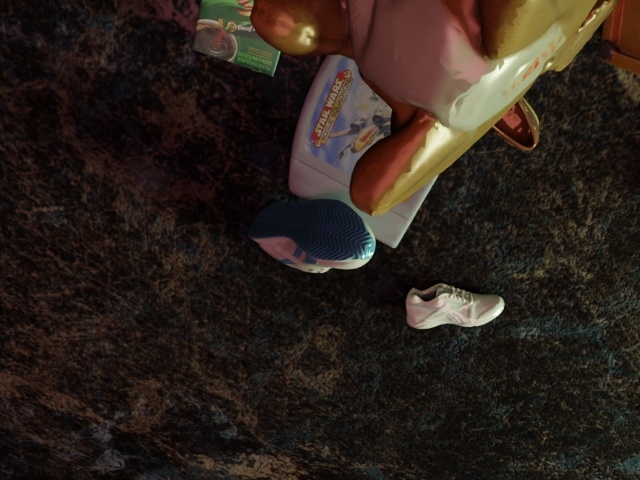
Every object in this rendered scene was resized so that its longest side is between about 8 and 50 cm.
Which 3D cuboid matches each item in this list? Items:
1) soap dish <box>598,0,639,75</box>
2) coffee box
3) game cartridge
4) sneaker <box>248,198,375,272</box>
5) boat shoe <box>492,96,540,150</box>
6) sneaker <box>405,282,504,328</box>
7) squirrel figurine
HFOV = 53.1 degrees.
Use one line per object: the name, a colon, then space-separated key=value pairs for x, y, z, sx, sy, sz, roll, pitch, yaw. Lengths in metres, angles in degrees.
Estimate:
soap dish: x=0.390 y=-0.284 z=0.631 sx=0.118 sy=0.229 sz=0.290 roll=-12 pitch=121 yaw=-9
coffee box: x=-0.084 y=-0.306 z=0.776 sx=0.113 sy=0.040 sz=0.184 roll=18 pitch=121 yaw=-6
game cartridge: x=0.075 y=-0.147 z=0.823 sx=0.198 sy=0.062 sz=0.297 roll=26 pitch=125 yaw=1
sneaker: x=0.000 y=0.000 z=0.882 sx=0.092 sy=0.229 sz=0.087 roll=41 pitch=72 yaw=-35
boat shoe: x=0.219 y=-0.183 z=0.811 sx=0.178 sy=0.060 sz=0.064 roll=42 pitch=116 yaw=-19
sneaker: x=0.205 y=0.098 z=0.989 sx=0.152 sy=0.053 sz=0.061 roll=-7 pitch=118 yaw=10
squirrel figurine: x=0.087 y=-0.299 z=0.624 sx=0.370 sy=0.397 sz=0.281 roll=48 pitch=148 yaw=13
